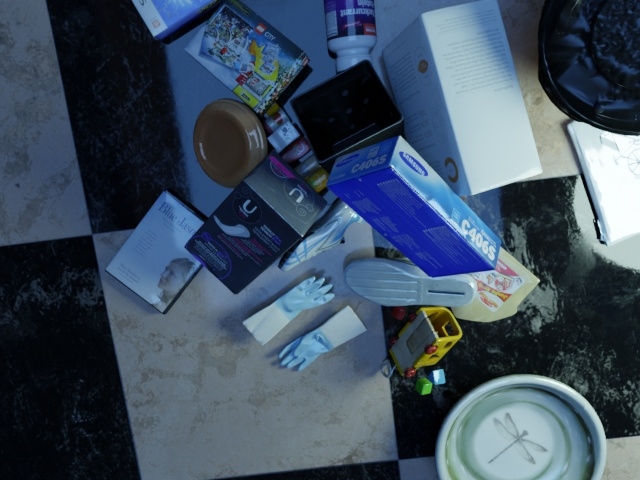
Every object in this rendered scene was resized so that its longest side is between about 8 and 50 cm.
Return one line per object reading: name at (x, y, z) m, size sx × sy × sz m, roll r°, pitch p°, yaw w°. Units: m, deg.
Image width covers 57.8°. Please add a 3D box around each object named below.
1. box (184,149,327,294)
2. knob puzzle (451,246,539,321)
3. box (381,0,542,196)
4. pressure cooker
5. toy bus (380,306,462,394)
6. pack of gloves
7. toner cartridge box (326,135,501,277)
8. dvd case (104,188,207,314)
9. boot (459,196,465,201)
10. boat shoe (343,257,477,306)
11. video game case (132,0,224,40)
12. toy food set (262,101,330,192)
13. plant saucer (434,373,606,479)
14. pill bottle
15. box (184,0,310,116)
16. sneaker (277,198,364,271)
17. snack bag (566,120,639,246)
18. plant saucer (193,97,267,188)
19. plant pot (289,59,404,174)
box at (-0.141, -0.033, 1.241) m, size 0.165 × 0.143 × 0.270 m, roll 44°, pitch 131°, yaw -8°
knob puzzle at (0.383, 0.107, 1.367) m, size 0.213 × 0.030 × 0.213 m, roll 2°, pitch 101°, yaw 12°
box at (0.278, -0.269, 1.176) m, size 0.168 × 0.215 × 0.346 m, roll -17°, pitch 94°, yaw -14°
pressure cooker at (0.619, -0.414, 1.090) m, size 0.375 × 0.420 × 0.370 m, roll 11°, pitch 121°, yaw 22°
toy bus at (0.243, 0.244, 1.356) m, size 0.104 × 0.202 × 0.191 m, roll 0°, pitch 94°, yaw -30°
pack of gloves at (-0.037, 0.197, 1.401) m, size 0.232 × 0.046 × 0.195 m, roll -34°, pitch 109°, yaw 10°
toner cartridge box at (0.189, -0.051, 1.136) m, size 0.347 × 0.165 × 0.075 m, roll 39°, pitch 57°, yaw -31°
dvd case at (-0.368, 0.029, 1.379) m, size 0.180 × 0.022 × 0.253 m, roll 38°, pitch 99°, yaw -5°
boot at (0.288, -0.145, 1.326) m, size 0.114 × 0.037 × 0.107 m, roll 22°, pitch 98°, yaw 2°
boat shoe at (0.206, 0.093, 1.338) m, size 0.302 × 0.094 × 0.109 m, roll 8°, pitch 112°, yaw 9°
video game case at (-0.306, -0.610, 1.244) m, size 0.269 × 0.061 × 0.244 m, roll -30°, pitch 99°, yaw 6°
toy food set at (-0.080, -0.197, 1.285) m, size 0.104 × 0.111 × 0.232 m, roll -37°, pitch 97°, yaw 7°
plant saucer at (0.471, 0.499, 1.401) m, size 0.400 × 0.100 × 0.401 m, roll 0°, pitch 99°, yaw 2°
pill bottle at (0.065, -0.461, 1.236) m, size 0.108 × 0.108 × 0.194 m, roll -5°, pitch 100°, yaw 2°
box at (-0.159, -0.396, 1.237) m, size 0.233 × 0.044 × 0.159 m, roll 43°, pitch 94°, yaw 17°
sneaker at (0.000, 0.000, 1.335) m, size 0.237 × 0.085 × 0.086 m, roll -40°, pitch 104°, yaw 11°
snack bag at (0.754, -0.189, 1.303) m, size 0.342 × 0.037 × 0.323 m, roll -21°, pitch 99°, yaw 5°
plant saucer at (-0.208, -0.210, 1.279) m, size 0.199 × 0.037 × 0.200 m, roll 11°, pitch 112°, yaw 28°
plant pot at (0.071, -0.229, 1.229) m, size 0.187 × 0.167 × 0.188 m, roll -27°, pitch 60°, yaw 5°
